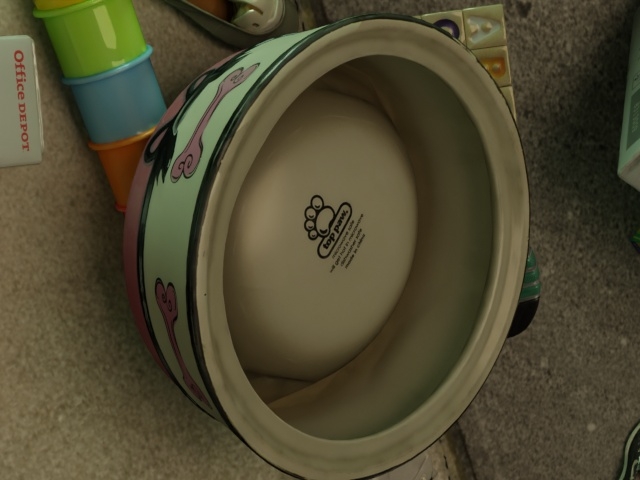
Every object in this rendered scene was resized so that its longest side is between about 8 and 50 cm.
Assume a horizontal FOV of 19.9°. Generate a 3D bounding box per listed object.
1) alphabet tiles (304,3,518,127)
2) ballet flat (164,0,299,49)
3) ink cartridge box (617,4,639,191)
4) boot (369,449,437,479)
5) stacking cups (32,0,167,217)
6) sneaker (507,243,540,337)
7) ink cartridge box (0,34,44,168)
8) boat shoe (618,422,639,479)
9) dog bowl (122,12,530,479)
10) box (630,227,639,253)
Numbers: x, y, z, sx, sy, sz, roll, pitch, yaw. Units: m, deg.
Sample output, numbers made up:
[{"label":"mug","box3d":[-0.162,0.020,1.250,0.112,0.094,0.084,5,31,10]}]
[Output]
[{"label":"alphabet tiles","box3d":[0.093,-0.098,1.764,0.198,0.009,0.237,-8,100,1]},{"label":"ballet flat","box3d":[-0.089,-0.225,1.652,0.213,0.068,0.072,22,79,-37]},{"label":"ink cartridge box","box3d":[0.493,-0.080,1.942,0.385,0.091,0.308,33,38,-15]},{"label":"boot","box3d":[0.073,0.266,1.787,0.123,0.095,0.258,-30,109,-25]},{"label":"stacking cups","box3d":[-0.180,-0.127,1.589,0.096,0.096,0.316,-31,116,-32]},{"label":"sneaker","box3d":[0.179,-0.008,1.870,0.098,0.083,0.223,-83,165,-55]},{"label":"ink cartridge box","box3d":[-0.310,-0.110,1.493,0.150,0.063,0.109,-9,98,-37]},{"label":"boat shoe","box3d":[0.360,0.260,2.044,0.046,0.038,0.125,38,70,-33]},{"label":"dog bowl","box3d":[0.000,0.000,1.609,0.408,0.150,0.408,-11,107,-42]},{"label":"box","box3d":[0.434,0.033,1.998,0.043,0.179,0.105,-51,119,-18]}]
